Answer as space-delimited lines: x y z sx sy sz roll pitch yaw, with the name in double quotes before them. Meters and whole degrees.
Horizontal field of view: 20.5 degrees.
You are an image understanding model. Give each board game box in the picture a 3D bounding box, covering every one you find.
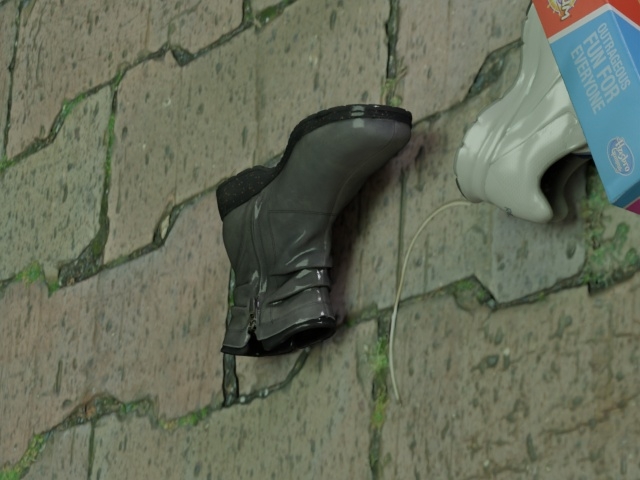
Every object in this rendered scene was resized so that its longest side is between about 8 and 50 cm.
"board game box" 0.321 -0.098 1.427 0.064 0.317 0.242 -42 47 33

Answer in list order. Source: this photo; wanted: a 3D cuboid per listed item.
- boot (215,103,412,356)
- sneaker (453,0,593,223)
"boot" 0.000 0.000 1.972 0.338 0.118 0.222 -36 52 52
"sneaker" 0.249 -0.150 1.735 0.129 0.111 0.297 33 106 36
